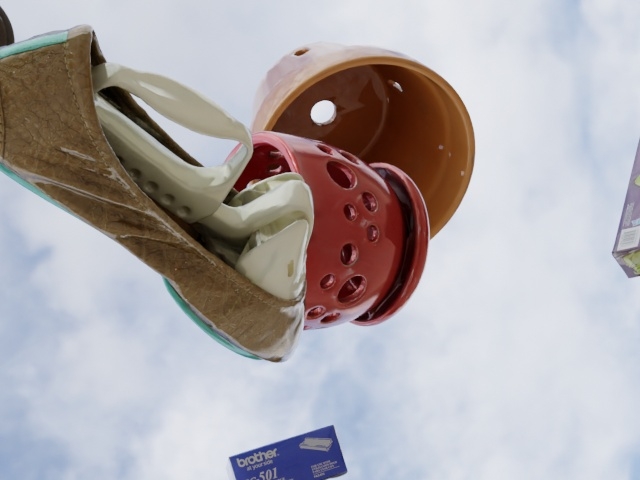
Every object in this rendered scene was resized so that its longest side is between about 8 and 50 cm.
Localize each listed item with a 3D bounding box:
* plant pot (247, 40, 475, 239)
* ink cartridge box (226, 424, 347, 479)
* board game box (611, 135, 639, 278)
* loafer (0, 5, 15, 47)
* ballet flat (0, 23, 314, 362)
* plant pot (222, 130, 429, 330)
[{"bbox_3d":[0.029,-0.132,1.465,0.291,0.203,0.290,-8,-61,-14],"label":"plant pot"},{"bbox_3d":[-0.036,0.214,1.058,0.097,0.207,0.046,-16,-101,-9],"label":"ink cartridge box"},{"bbox_3d":[0.469,-0.109,1.312,0.056,0.208,0.346,48,-135,-23],"label":"board game box"},{"bbox_3d":[-0.473,-0.305,1.468,0.078,0.080,0.220,-2,-119,-61],"label":"loafer"},{"bbox_3d":[-0.084,-0.028,0.779,0.342,0.124,0.116,44,-155,-36],"label":"ballet flat"},{"bbox_3d":[0.000,0.000,1.114,0.174,0.191,0.191,10,-98,-33],"label":"plant pot"}]
